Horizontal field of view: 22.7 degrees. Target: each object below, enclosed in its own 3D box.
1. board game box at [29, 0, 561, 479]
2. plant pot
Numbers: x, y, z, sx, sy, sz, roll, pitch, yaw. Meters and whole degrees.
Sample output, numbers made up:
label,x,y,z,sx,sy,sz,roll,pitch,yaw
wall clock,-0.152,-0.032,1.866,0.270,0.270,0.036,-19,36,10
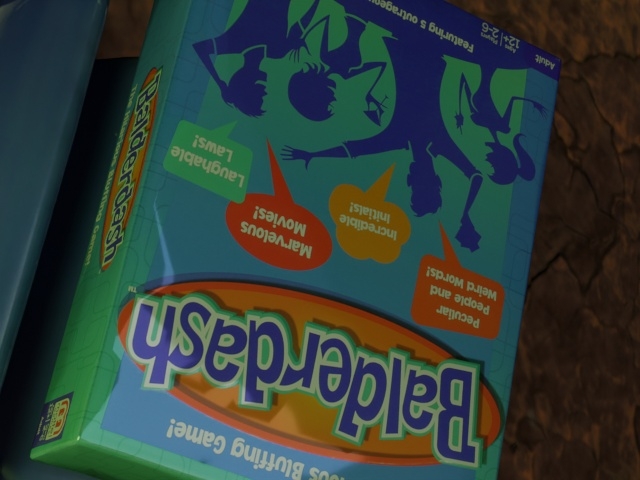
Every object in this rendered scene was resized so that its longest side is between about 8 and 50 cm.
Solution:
label,x,y,z,sx,sy,sz,roll,pitch,yaw
board game box,0.000,0.000,0.580,0.160,0.047,0.210,22,67,-25
plant pot,-0.102,0.039,0.668,0.212,0.236,0.236,26,65,-30
